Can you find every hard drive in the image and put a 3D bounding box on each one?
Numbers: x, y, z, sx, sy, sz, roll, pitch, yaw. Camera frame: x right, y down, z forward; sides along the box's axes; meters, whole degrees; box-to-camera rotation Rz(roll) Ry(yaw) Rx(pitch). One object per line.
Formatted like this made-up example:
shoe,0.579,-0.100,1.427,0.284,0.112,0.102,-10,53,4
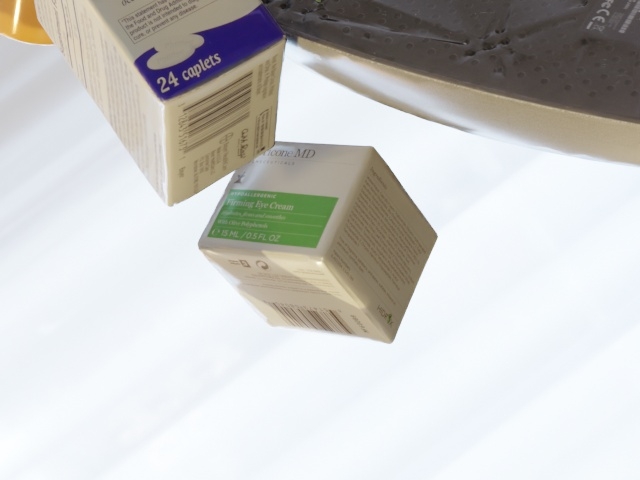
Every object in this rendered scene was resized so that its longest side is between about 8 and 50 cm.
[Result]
hard drive,0.107,-0.120,0.793,0.254,0.172,0.054,18,147,28

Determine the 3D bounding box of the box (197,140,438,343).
box,0.000,0.000,1.007,0.101,0.087,0.102,6,148,36

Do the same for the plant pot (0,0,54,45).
plant pot,-0.227,-0.275,1.352,0.205,0.205,0.188,51,142,22

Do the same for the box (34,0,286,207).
box,-0.084,-0.107,0.801,0.137,0.072,0.126,54,164,15
